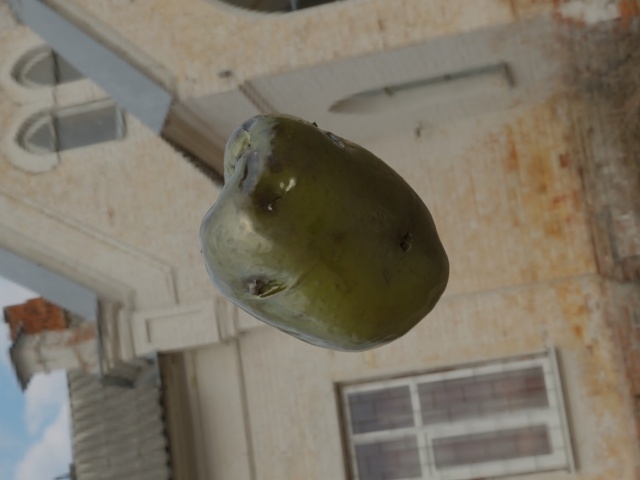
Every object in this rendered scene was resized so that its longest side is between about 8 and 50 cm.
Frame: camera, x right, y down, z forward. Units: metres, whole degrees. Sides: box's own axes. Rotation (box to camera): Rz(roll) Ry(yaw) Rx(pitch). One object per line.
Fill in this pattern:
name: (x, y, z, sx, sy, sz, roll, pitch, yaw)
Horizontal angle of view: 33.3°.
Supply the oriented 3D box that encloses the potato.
potato: (0.003, -0.001, 0.785, 0.200, 0.137, 0.154, 36, -107, -31)
